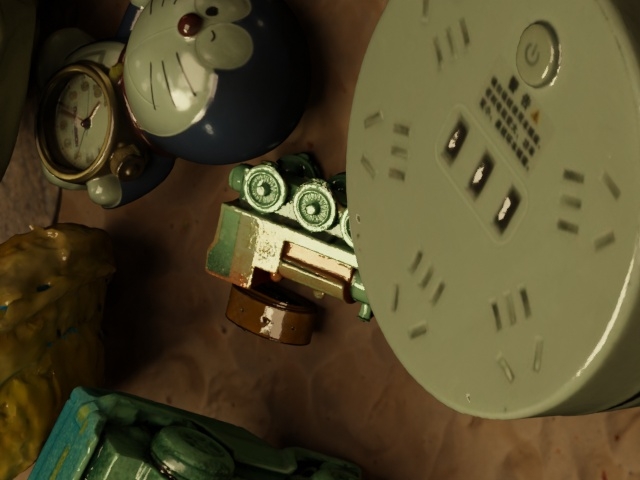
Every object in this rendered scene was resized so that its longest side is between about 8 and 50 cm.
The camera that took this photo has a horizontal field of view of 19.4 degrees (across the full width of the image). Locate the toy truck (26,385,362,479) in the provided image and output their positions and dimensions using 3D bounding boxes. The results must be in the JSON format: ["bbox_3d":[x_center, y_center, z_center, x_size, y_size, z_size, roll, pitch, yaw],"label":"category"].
[{"bbox_3d":[-0.089,0.217,1.478,0.155,0.279,0.156,-63,35,11],"label":"toy truck"}]

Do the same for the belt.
[{"bbox_3d":[-0.039,0.058,1.549,0.083,0.059,0.036,24,108,37],"label":"belt"}]

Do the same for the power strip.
[{"bbox_3d":[0.163,-0.038,1.286,0.357,0.161,0.357,7,98,57],"label":"power strip"}]

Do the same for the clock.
[{"bbox_3d":[-0.120,-0.131,1.523,0.243,0.146,0.199,-14,73,37],"label":"clock"}]

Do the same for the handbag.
[{"bbox_3d":[-0.299,-0.139,1.571,0.109,0.316,0.253,16,113,-17],"label":"handbag"}]

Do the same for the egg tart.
[{"bbox_3d":[-0.310,0.139,1.544,0.388,0.388,0.169,-37,87,29],"label":"egg tart"}]

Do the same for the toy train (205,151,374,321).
[{"bbox_3d":[0.000,0.000,1.511,0.176,0.074,0.118,22,112,22],"label":"toy train"}]
